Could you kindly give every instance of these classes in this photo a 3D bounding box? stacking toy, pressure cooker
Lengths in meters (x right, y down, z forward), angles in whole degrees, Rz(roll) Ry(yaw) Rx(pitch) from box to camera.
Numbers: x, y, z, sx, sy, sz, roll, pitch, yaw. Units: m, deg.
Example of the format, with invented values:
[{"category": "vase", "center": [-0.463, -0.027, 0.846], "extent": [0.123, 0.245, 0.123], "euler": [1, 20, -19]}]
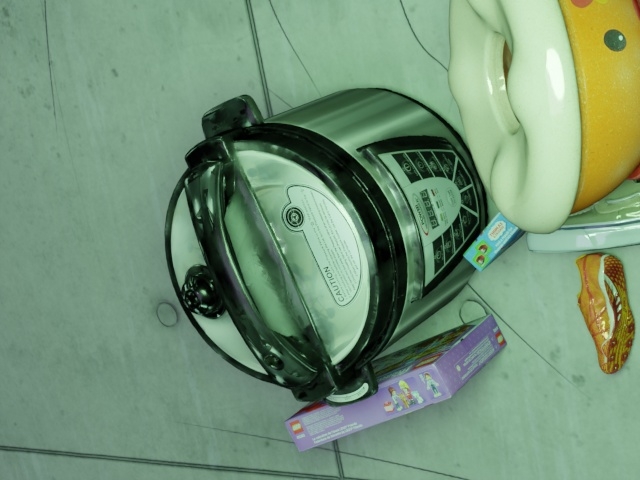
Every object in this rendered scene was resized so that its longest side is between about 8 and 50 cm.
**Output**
[{"category": "stacking toy", "center": [0.407, -0.218, 1.417], "extent": [0.480, 0.350, 0.350], "euler": [-12, 105, -8]}, {"category": "pressure cooker", "center": [-0.004, 0.003, 1.708], "extent": [0.370, 0.420, 0.375], "euler": [31, 121, 22]}]

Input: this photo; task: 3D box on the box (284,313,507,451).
[{"category": "box", "center": [0.111, 0.212, 1.849], "extent": [0.293, 0.201, 0.057], "euler": [-26, 92, 37]}]

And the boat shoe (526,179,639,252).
[{"category": "boat shoe", "center": [0.416, -0.042, 1.636], "extent": [0.302, 0.109, 0.094], "euler": [-10, 86, 26]}]

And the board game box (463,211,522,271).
[{"category": "board game box", "center": [0.291, -0.064, 1.656], "extent": [0.039, 0.160, 0.211], "euler": [44, 124, 10]}]

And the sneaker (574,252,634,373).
[{"category": "sneaker", "center": [0.392, 0.099, 1.726], "extent": [0.067, 0.064, 0.175], "euler": [5, 106, 52]}]
